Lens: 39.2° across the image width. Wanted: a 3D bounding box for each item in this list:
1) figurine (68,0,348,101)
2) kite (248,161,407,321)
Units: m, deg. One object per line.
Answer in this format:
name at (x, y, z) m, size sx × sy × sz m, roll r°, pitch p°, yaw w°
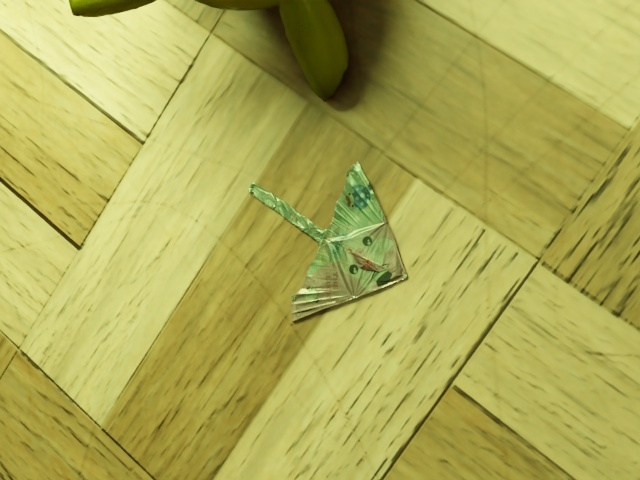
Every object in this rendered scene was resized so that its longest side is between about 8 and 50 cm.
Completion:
figurine at (-0.067, -0.290, 0.665) m, size 0.218 × 0.169 × 0.327 m, roll 8°, pitch 83°, yaw -1°
kite at (0.000, 0.000, 0.708) m, size 0.152 × 0.005 × 0.137 m, roll 24°, pitch 95°, yaw 23°
